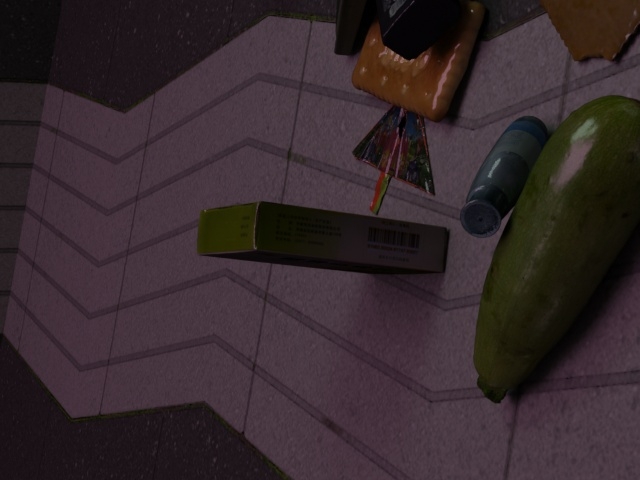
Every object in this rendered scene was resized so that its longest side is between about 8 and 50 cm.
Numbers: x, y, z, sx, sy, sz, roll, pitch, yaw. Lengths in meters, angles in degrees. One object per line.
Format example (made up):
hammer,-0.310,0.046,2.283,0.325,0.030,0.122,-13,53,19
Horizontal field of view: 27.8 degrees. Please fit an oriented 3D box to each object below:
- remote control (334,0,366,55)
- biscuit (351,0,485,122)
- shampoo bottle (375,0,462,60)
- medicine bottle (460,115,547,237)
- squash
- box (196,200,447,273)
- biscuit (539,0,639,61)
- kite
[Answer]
remote control,0.044,-0.353,1.766,0.285,0.038,0.123,101,171,-75
biscuit,0.121,-0.252,1.690,0.250,0.030,0.160,37,108,60
shampoo bottle,0.114,-0.354,1.667,0.098,0.071,0.309,-47,28,29
medicine bottle,0.192,-0.064,1.366,0.090,0.054,0.208,-61,-4,31
squash,0.231,0.018,1.309,0.370,0.118,0.118,-65,31,28
box,0.000,0.001,1.589,0.175,0.261,0.062,-4,79,62
biscuit,0.313,-0.319,1.386,0.232,0.013,0.237,-57,34,35
kite,0.099,-0.119,1.715,0.241,0.014,0.183,41,117,58
